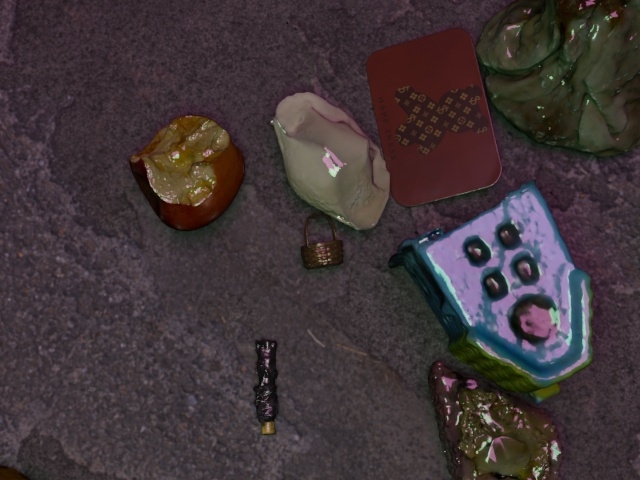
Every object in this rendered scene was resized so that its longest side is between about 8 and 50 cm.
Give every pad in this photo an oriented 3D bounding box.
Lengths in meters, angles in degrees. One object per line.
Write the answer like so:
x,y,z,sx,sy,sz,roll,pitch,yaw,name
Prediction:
0.177,-0.196,1.622,0.181,0.004,0.267,-14,79,14,pad

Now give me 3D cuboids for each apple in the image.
-0.195,-0.103,1.552,0.158,0.147,0.156,-33,49,-17,apple

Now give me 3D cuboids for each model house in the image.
0.270,0.092,1.480,0.215,0.237,0.303,-31,83,-5,model house

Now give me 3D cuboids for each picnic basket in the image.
0.000,0.000,1.571,0.072,0.072,0.083,-8,88,-3,picnic basket

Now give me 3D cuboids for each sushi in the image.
0.262,0.279,1.508,0.161,0.107,0.241,-15,79,-8,sushi

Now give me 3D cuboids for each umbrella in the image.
-0.082,0.220,1.541,0.040,0.037,0.144,2,75,-15,umbrella

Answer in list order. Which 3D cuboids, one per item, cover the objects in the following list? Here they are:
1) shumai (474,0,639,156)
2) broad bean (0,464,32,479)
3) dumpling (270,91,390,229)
0.415,-0.295,1.545,0.309,0.263,0.304,-29,78,-7,shumai
-0.481,0.392,1.453,0.228,0.122,0.156,22,77,6,broad bean
0.029,-0.126,1.583,0.216,0.126,0.166,38,53,19,dumpling
